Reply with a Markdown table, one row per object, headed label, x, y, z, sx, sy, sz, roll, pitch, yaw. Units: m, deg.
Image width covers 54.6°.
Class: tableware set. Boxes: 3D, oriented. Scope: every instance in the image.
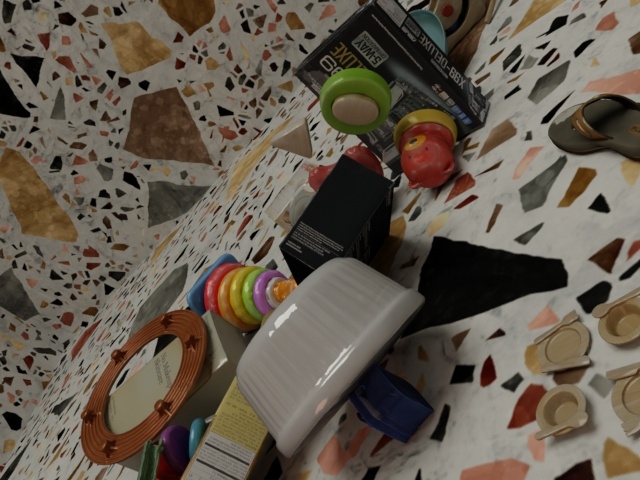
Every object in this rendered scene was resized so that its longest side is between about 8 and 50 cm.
| label | x | y | z | sx | sy | sz | roll | pitch | yaw |
| --- | --- | --- | --- | --- | --- | --- | --- | --- | --- |
| tableware set | 0.274 | 0.124 | 0.614 | 0.141 | 0.020 | 0.168 | -36 | 25 | 37 |

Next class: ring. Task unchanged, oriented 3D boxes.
| label | x | y | z | sx | sy | sz | roll | pitch | yaw |
| --- | --- | --- | --- | --- | --- | --- | --- | --- | --- |
| ring | -0.356 | 0.273 | 1.218 | 0.336 | 0.032 | 0.336 | -28 | 37 | 24 |

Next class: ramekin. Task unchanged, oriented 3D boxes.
| label | x | y | z | sx | sy | sz | roll | pitch | yaw |
| --- | --- | --- | --- | --- | --- | --- | --- | --- | --- |
| ramekin | 0.006 | 0.143 | 0.823 | 0.273 | 0.127 | 0.273 | -47 | -14 | -15 |

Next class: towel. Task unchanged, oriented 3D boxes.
| label | x | y | z | sx | sy | sz | roll | pitch | yaw |
| --- | --- | --- | --- | --- | --- | --- | --- | --- | --- |
| towel | -0.276 | 0.482 | 0.911 | 0.248 | 0.038 | 0.325 | 169 | 111 | -78 |

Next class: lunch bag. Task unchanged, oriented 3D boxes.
| label | x | y | z | sx | sy | sz | roll | pitch | yaw |
| --- | --- | --- | --- | --- | --- | --- | --- | --- | --- |
| lunch bag | 0.082 | 0.205 | 0.769 | 0.065 | 0.098 | 0.067 | -52 | 33 | 5 |

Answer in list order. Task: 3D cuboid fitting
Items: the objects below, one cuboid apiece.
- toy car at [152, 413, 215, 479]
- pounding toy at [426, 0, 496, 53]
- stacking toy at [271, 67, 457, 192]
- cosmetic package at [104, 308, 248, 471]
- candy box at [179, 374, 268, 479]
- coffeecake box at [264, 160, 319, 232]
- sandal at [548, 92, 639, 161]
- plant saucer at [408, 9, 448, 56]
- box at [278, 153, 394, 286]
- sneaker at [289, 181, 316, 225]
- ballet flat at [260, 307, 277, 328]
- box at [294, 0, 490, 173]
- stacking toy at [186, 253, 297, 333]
| label | x | y | z | sx | sy | sz | roll | pitch | yaw |
| --- | --- | --- | --- | --- | --- | --- | --- | --- | --- |
| toy car | -0.231 | 0.381 | 1.085 | 0.182 | 0.136 | 0.159 | -44 | 21 | 20 |
| pounding toy | 0.324 | -0.574 | 1.507 | 0.269 | 0.154 | 0.155 | -47 | 20 | 12 |
| stacking toy | 0.076 | -0.148 | 1.156 | 0.309 | 0.279 | 0.130 | -36 | 36 | 34 |
| cosmetic package | -0.284 | 0.306 | 1.249 | 0.309 | 0.113 | 0.160 | -42 | 41 | 6 |
| candy box | -0.145 | 0.334 | 0.932 | 0.183 | 0.087 | 0.316 | 112 | -176 | -54 |
| coffeecake box | -0.057 | -0.118 | 1.667 | 0.185 | 0.068 | 0.142 | -51 | 20 | 0 |
| sandal | 0.374 | -0.155 | 0.816 | 0.090 | 0.060 | 0.219 | -49 | 20 | 7 |
| plant saucer | 0.198 | -0.387 | 1.479 | 0.317 | 0.044 | 0.317 | -32 | 50 | 49 |
| box | 0.034 | -0.001 | 1.049 | 0.184 | 0.103 | 0.261 | -53 | -14 | -12 |
| sneaker | 0.013 | -0.092 | 1.441 | 0.262 | 0.099 | 0.121 | -38 | 28 | 34 |
| ballet flat | -0.026 | 0.136 | 1.022 | 0.073 | 0.080 | 0.232 | -32 | -13 | 13 |
| box | 0.136 | -0.298 | 1.213 | 0.242 | 0.307 | 0.076 | -27 | 27 | 47 |
| stacking toy | -0.122 | 0.115 | 1.327 | 0.302 | 0.166 | 0.175 | -13 | 30 | 43 |
